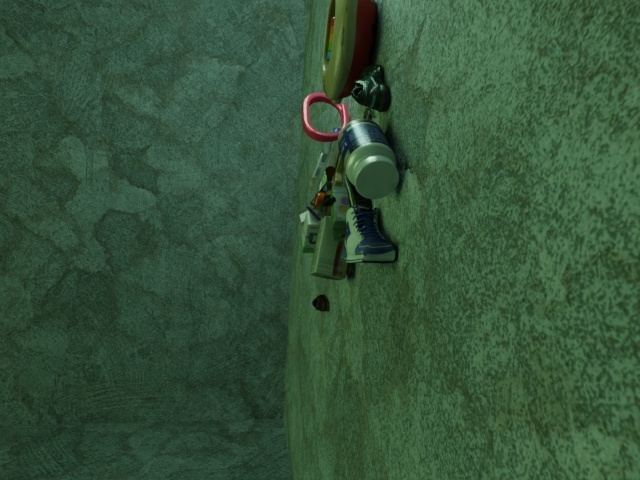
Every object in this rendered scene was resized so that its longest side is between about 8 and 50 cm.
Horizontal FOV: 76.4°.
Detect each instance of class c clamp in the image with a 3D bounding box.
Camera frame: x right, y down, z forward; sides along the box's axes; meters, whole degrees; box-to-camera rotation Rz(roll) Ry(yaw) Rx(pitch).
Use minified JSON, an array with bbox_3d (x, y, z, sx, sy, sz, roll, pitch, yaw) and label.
[{"bbox_3d":[0.164,-0.419,1.511,0.137,0.022,0.161,-96,13,-45],"label":"c clamp"}]

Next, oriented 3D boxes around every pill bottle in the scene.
[{"bbox_3d":[0.142,-0.246,1.220,0.265,0.153,0.153,-100,17,-51],"label":"pill bottle"}]

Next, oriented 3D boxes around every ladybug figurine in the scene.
[{"bbox_3d":[0.107,-0.747,1.534,0.305,0.162,0.449,-114,29,-67],"label":"ladybug figurine"}]

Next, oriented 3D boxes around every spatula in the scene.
[{"bbox_3d":[0.003,-0.131,1.605,0.030,0.084,0.296,-45,5,-22],"label":"spatula"}]

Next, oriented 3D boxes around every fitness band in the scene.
[{"bbox_3d":[0.021,-0.552,1.822,0.054,0.209,0.291,106,164,-56],"label":"fitness band"}]

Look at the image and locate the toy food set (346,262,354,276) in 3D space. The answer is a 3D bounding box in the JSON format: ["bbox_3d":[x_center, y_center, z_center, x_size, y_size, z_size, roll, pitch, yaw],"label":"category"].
[{"bbox_3d":[0.115,0.105,1.640,0.083,0.020,0.082,105,164,-48],"label":"toy food set"}]

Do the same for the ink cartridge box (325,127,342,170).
[{"bbox_3d":[0.064,-0.433,1.974,0.207,0.046,0.097,106,172,-50],"label":"ink cartridge box"}]

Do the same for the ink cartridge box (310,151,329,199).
[{"bbox_3d":[-0.012,-0.282,1.796,0.179,0.045,0.145,120,169,-63],"label":"ink cartridge box"}]

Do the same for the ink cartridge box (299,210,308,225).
[{"bbox_3d":[-0.034,-0.047,2.123,0.198,0.067,0.115,61,-174,-24],"label":"ink cartridge box"}]

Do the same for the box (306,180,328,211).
[{"bbox_3d":[0.015,-0.229,1.938,0.207,0.036,0.114,-54,1,-15],"label":"box"}]

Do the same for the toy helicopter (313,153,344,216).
[{"bbox_3d":[0.077,-0.274,1.778,0.235,0.140,0.355,-96,21,-82],"label":"toy helicopter"}]

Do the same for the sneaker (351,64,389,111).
[{"bbox_3d":[0.157,-0.523,1.363,0.267,0.106,0.101,-97,13,-49],"label":"sneaker"}]

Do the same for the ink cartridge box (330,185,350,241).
[{"bbox_3d":[0.098,-0.101,1.544,0.062,0.109,0.209,111,160,-62],"label":"ink cartridge box"}]

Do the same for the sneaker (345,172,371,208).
[{"bbox_3d":[0.126,-0.171,1.479,0.097,0.084,0.235,108,162,-59],"label":"sneaker"}]

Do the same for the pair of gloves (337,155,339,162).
[{"bbox_3d":[0.091,-0.378,1.943,0.083,0.010,0.074,150,122,-79],"label":"pair of gloves"}]

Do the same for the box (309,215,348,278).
[{"bbox_3d":[0.046,0.035,1.644,0.148,0.127,0.232,141,141,-77],"label":"box"}]

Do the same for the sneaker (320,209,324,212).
[{"bbox_3d":[0.016,-0.120,2.085,0.087,0.092,0.228,60,-175,7],"label":"sneaker"}]

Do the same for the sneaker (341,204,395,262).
[{"bbox_3d":[0.132,-0.024,1.282,0.315,0.127,0.182,-165,76,-81],"label":"sneaker"}]

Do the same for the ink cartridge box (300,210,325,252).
[{"bbox_3d":[-0.006,-0.036,1.973,0.212,0.154,0.093,105,163,-46],"label":"ink cartridge box"}]

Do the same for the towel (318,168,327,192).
[{"bbox_3d":[0.012,-0.326,2.331,0.152,0.023,0.113,119,151,-68],"label":"towel"}]

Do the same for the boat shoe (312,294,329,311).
[{"bbox_3d":[-0.007,0.322,2.111,0.207,0.073,0.073,178,94,-81],"label":"boat shoe"}]
